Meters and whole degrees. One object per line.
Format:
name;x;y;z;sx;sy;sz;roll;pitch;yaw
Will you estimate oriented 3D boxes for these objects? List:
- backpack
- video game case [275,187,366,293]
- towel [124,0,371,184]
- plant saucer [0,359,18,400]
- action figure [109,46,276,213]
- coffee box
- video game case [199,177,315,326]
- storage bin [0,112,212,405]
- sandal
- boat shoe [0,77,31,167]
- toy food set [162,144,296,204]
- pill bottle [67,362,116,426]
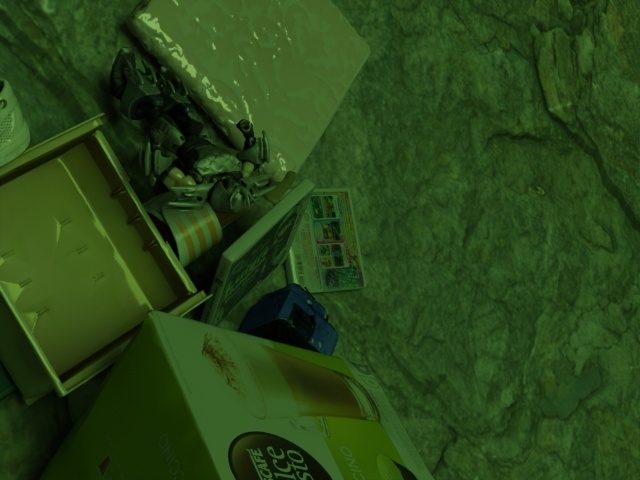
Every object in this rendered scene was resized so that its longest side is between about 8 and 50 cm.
backpack;-0.032;0.127;1.747;0.120;0.098;0.101;45;50;-22
video game case;0.000;0.000;1.861;0.143;0.019;0.157;-3;80;-42
towel;-0.096;-0.293;1.832;0.332;0.053;0.317;47;52;-23
plant saucer;-0.431;0.190;1.438;0.192;0.018;0.067;-36;103;-42
action figure;-0.168;-0.127;1.590;0.185;0.099;0.285;0;38;-45
coffee box;-0.094;0.336;1.393;0.334;0.338;0.337;19;26;-37
video game case;-0.086;0.022;1.688;0.022;0.173;0.190;36;50;12
storage bin;-0.300;0.019;1.503;0.260;0.123;0.262;-34;96;-38
sandal;-0.161;-0.042;1.693;0.265;0.076;0.102;-41;106;-39
boat shoe;-0.430;-0.090;1.336;0.277;0.098;0.096;-47;142;-42
toy food set;-0.135;-0.089;1.685;0.192;0.038;0.132;21;25;6
pill bottle;-0.211;0.188;1.566;0.187;0.112;0.112;-26;96;-42
